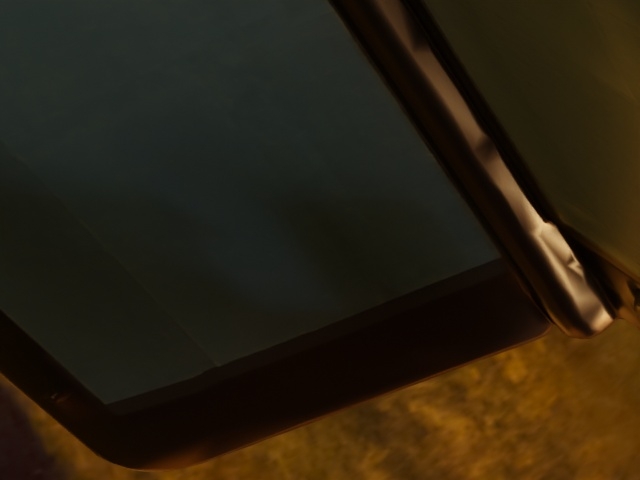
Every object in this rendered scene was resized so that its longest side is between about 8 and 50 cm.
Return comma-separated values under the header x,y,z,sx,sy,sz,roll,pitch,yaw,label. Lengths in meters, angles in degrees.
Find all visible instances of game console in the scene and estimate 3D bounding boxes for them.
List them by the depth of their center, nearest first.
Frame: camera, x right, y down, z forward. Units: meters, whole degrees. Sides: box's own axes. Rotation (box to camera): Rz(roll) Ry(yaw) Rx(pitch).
x,y,z,sx,sy,sz,roll,pitch,yaw,label
0.000,0.000,0.409,0.173,0.293,0.250,-45,46,-5,game console
